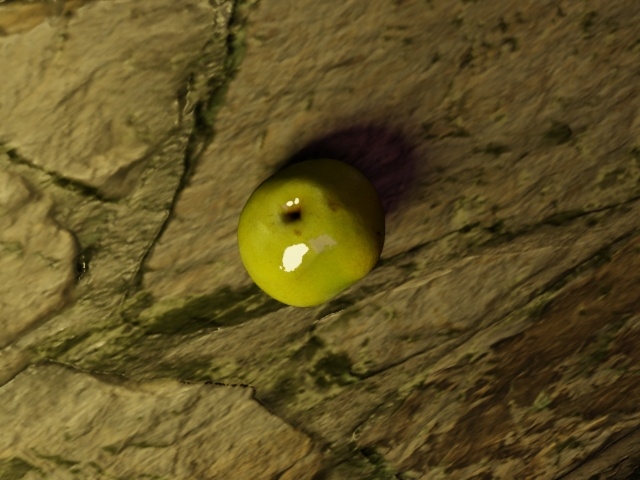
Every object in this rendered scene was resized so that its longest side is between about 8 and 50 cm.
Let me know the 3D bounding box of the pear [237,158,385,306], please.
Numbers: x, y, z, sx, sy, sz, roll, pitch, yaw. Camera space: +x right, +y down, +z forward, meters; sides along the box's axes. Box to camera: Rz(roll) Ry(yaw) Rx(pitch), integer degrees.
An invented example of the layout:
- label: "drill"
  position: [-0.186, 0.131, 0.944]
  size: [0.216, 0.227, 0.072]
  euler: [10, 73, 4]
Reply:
- label: "pear"
  position: [0.000, 0.000, 1.030]
  size: [0.180, 0.166, 0.216]
  euler: [-44, 149, -1]
